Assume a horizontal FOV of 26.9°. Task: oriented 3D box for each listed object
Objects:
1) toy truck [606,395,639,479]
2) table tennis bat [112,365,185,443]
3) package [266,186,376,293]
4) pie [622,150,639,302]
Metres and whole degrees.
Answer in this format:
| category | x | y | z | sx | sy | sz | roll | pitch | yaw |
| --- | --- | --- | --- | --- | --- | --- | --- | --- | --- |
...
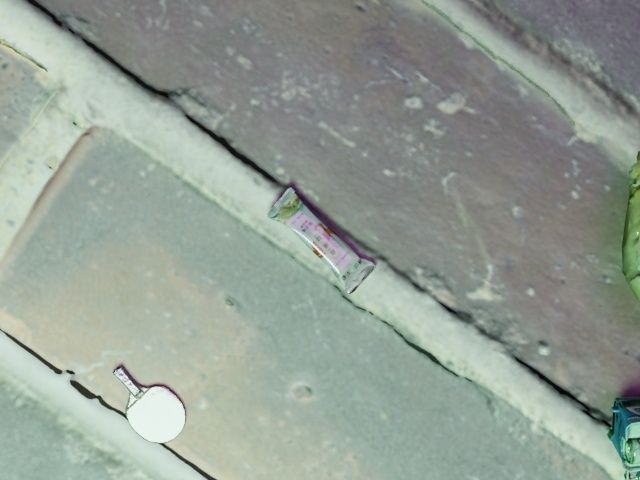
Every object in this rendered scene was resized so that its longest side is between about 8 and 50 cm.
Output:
| category | x | y | z | sx | sy | sz | roll | pitch | yaw |
| --- | --- | --- | --- | --- | --- | --- | --- | --- | --- |
| toy truck | 0.301 | 0.227 | 1.232 | 0.067 | 0.081 | 0.175 | -5 | 109 | -3 |
| table tennis bat | -0.159 | 0.149 | 1.228 | 0.050 | 0.007 | 0.083 | -40 | 95 | -2 |
| package | 0.000 | 0.000 | 1.232 | 0.110 | 0.015 | 0.037 | 43 | 83 | -4 |
| pie | 0.450 | -0.017 | 1.171 | 0.371 | 0.078 | 0.296 | -26 | 56 | -7 |
